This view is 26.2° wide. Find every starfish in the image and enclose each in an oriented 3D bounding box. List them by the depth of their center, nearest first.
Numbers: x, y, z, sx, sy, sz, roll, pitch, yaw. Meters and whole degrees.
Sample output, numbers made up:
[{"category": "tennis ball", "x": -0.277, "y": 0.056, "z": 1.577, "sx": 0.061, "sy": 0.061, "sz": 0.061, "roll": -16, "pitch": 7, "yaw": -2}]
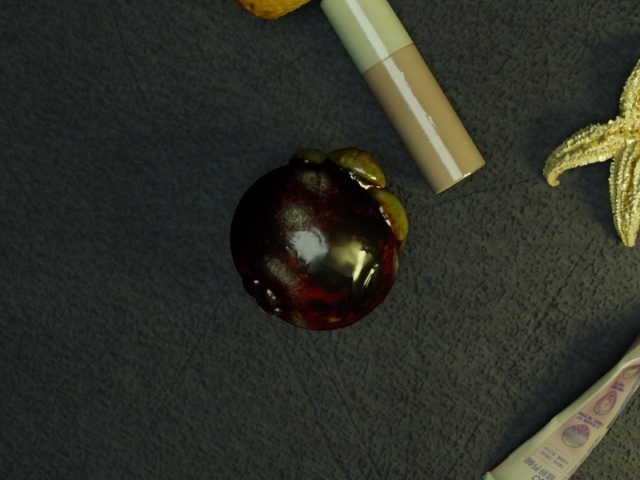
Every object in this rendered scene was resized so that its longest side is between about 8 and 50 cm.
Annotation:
[{"category": "starfish", "x": 0.365, "y": -0.105, "z": 1.534, "sx": 0.238, "sy": 0.071, "sz": 0.216, "roll": -10, "pitch": 88, "yaw": 15}]

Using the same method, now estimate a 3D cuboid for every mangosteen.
[{"category": "mangosteen", "x": 0.000, "y": 0.000, "z": 1.532, "sx": 0.210, "sy": 0.210, "sz": 0.210, "roll": 1, "pitch": 95, "yaw": 8}]

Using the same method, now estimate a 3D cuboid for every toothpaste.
[{"category": "toothpaste", "x": 0.310, "y": 0.199, "z": 1.575, "sx": 0.075, "sy": 0.048, "sz": 0.301, "roll": 34, "pitch": 107, "yaw": -24}]

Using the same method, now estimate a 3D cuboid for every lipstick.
[{"category": "lipstick", "x": 0.093, "y": -0.177, "z": 1.560, "sx": 0.070, "sy": 0.070, "sz": 0.254, "roll": -31, "pitch": 90, "yaw": 9}]

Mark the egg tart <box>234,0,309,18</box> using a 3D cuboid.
[{"category": "egg tart", "x": -0.051, "y": -0.339, "z": 1.510, "sx": 0.147, "sy": 0.202, "sz": 0.202, "roll": -39, "pitch": 89, "yaw": 19}]
